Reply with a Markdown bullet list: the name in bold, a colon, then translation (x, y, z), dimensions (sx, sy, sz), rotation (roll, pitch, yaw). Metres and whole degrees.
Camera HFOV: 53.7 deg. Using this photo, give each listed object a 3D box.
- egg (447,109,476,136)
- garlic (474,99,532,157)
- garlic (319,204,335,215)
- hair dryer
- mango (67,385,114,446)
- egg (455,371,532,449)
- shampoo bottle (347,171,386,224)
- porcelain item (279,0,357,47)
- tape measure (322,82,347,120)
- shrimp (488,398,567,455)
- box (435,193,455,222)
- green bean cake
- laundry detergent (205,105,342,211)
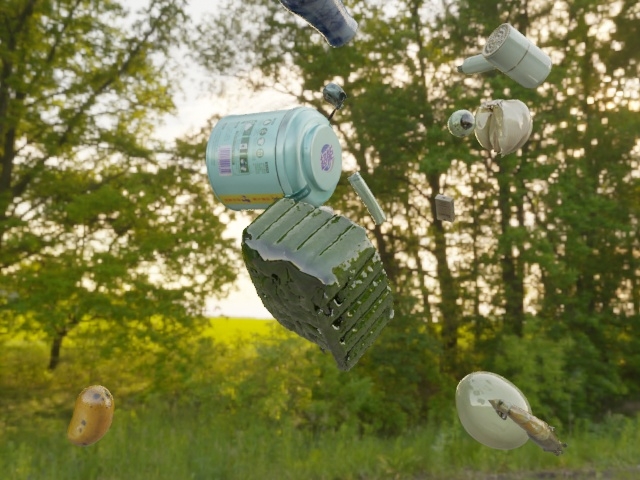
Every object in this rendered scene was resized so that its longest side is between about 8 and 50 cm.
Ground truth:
- **egg**: translation (0.443, -0.368, 1.989), dimensions (0.085, 0.085, 0.110), rotation (-3, 8, 32)
- **garlic**: translation (0.654, -0.394, 2.220), dimensions (0.184, 0.203, 0.281), rotation (-9, 12, -15)
- **garlic**: translation (0.000, 0.000, 2.225), dimensions (0.142, 0.230, 0.178), rotation (-19, 5, -15)
- **hair dryer**: translation (0.495, -0.514, 1.833), dimensions (0.173, 0.108, 0.357), rotation (30, -2, -20)
- **mango**: translation (-0.630, 0.488, 1.742), dimensions (0.115, 0.178, 0.090), rotation (20, 1, 20)
- **egg**: translation (0.559, 0.551, 2.050), dimensions (0.269, 0.219, 0.219), rotation (40, 12, 26)
- **shampoo bottle**: translation (0.175, -0.157, 2.370), dimensions (0.049, 0.212, 0.072), rotation (-33, 3, -6)
- **porcelain item**: translation (-0.013, -0.581, 1.512), dimensions (0.141, 0.141, 0.259), rotation (-4, -29, 39)
- **tape measure**: translation (0.022, -0.546, 2.564), dimensions (0.107, 0.180, 0.104), rotation (40, 0, -3)
- **shrimp**: translation (0.439, 0.394, 1.355), dimensions (0.217, 0.051, 0.150), rotation (43, -14, -30)
- **box**: translation (0.373, -0.095, 1.888), dimensions (0.053, 0.024, 0.083), rotation (18, -40, 33)
- **green bean cake**: translation (-0.019, 0.099, 1.440), dimensions (0.319, 0.335, 0.218), rotation (20, 51, 39)
- **laundry detergent**: translation (-0.113, -0.223, 1.767), dimensions (0.305, 0.287, 0.287), rotation (1, -6, 30)
